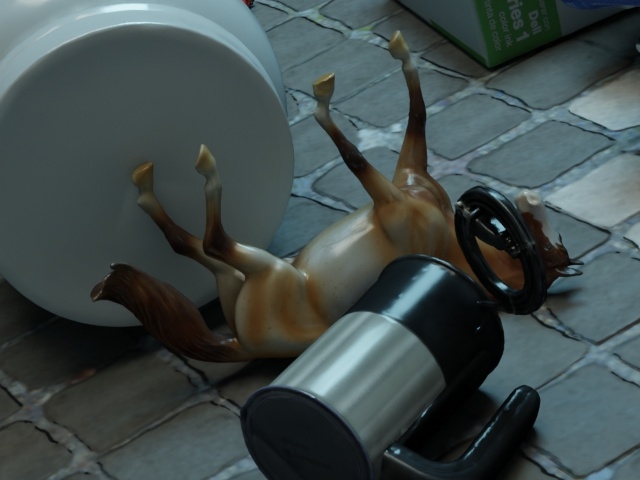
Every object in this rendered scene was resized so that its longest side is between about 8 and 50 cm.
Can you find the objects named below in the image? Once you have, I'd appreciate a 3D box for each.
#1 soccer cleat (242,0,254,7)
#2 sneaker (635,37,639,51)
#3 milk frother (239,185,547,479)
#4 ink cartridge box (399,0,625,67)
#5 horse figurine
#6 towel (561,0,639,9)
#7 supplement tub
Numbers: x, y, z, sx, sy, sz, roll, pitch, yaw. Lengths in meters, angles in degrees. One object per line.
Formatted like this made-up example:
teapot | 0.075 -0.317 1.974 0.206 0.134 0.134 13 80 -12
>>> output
soccer cleat | -0.077 -0.192 1.595 0.036 0.029 0.083 -19 25 14
sneaker | 0.246 -0.080 1.099 0.153 0.099 0.282 -3 6 24
milk frother | 0.044 0.055 0.984 0.129 0.143 0.135 14 39 32
ink cartridge box | 0.200 -0.263 1.476 0.278 0.117 0.201 -24 30 -11
horse figurine | 0.000 0.000 1.116 0.263 0.174 0.066 -28 14 0
towel | 0.315 -0.163 1.214 0.285 0.034 0.209 -10 14 -44
supplement tub | -0.156 -0.102 1.265 0.235 0.235 0.325 -21 30 -8
